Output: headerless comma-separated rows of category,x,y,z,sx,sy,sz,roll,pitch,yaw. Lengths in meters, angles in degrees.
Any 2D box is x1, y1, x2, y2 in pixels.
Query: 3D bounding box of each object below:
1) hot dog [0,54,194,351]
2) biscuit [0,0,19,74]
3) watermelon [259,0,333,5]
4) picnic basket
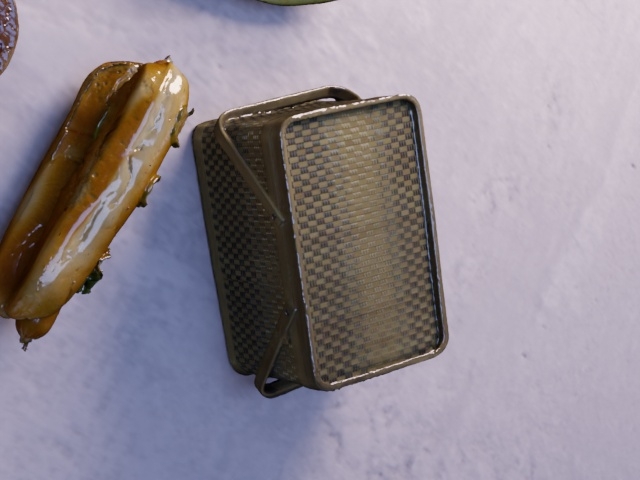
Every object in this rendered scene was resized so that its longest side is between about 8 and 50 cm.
hot dog,-0.187,-0.038,1.101,0.072,0.109,0.269,38,73,-41
biscuit,-0.308,-0.152,1.055,0.124,0.026,0.175,45,66,-28
watermelon,-0.034,-0.310,1.219,0.193,0.137,0.145,6,53,-37
picnic basket,0.000,0.000,1.222,0.165,0.139,0.267,-14,101,-36
